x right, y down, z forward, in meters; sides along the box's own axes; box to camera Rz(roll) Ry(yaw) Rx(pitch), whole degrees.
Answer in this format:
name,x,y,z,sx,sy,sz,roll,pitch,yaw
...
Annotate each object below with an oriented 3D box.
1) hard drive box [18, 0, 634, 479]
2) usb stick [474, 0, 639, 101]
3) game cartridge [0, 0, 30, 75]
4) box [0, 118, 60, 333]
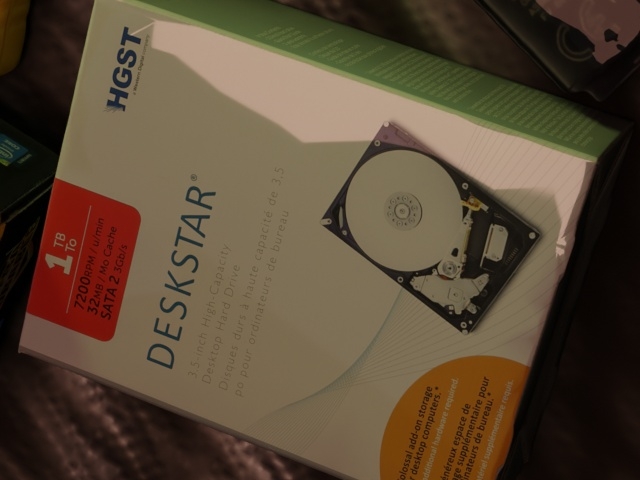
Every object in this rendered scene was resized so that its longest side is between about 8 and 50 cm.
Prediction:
name,x,y,z,sx,sy,sz,roll,pitch,yaw
hard drive box,0.000,0.000,0.863,0.232,0.089,0.181,19,110,15
usb stick,0.046,-0.179,0.821,0.278,0.045,0.077,47,108,3
game cartridge,-0.239,-0.270,0.896,0.285,0.053,0.323,21,110,14
box,-0.309,-0.011,0.956,0.322,0.079,0.257,33,121,7
